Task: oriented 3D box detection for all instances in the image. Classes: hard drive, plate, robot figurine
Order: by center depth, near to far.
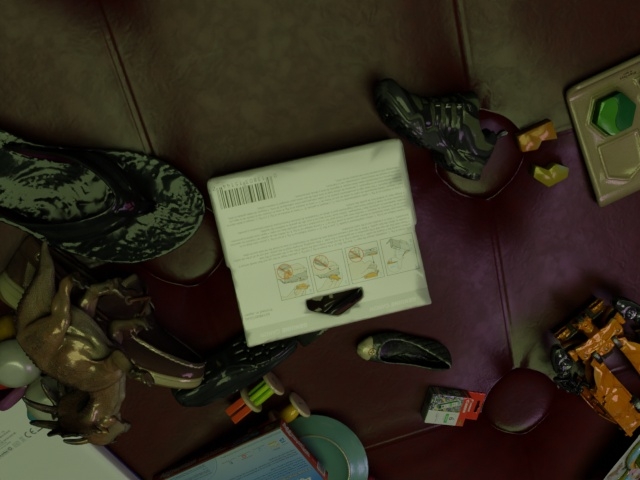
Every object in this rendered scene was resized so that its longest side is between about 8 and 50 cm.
[{"bbox_3d":[-0.479,0.382,1.234,0.210,0.040,0.318,-35,113,5],"label":"hard drive"},{"bbox_3d":[-0.009,0.403,1.296,0.188,0.024,0.188,1,95,8],"label":"plate"},{"bbox_3d":[0.536,0.223,1.332,0.211,0.085,0.291,-41,114,7],"label":"robot figurine"}]

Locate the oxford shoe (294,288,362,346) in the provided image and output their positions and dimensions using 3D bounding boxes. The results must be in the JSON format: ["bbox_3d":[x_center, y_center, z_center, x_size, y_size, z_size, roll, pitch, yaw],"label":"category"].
[{"bbox_3d":[0.023,0.062,1.175,0.227,0.083,0.096,-44,95,0],"label":"oxford shoe"}]

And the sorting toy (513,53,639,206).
[{"bbox_3d":[0.480,-0.166,1.185,0.307,0.041,0.229,-25,114,0],"label":"sorting toy"}]

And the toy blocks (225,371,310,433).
[{"bbox_3d":[-0.111,0.308,1.264,0.148,0.054,0.123,-42,114,8],"label":"toy blocks"}]

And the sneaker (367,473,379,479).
[{"bbox_3d":[0.001,0.543,1.357,0.299,0.121,0.112,-32,99,-4],"label":"sneaker"}]

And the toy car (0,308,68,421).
[{"bbox_3d":[-0.445,0.198,1.100,0.136,0.159,0.182,-33,114,4],"label":"toy car"}]

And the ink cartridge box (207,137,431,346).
[{"bbox_3d":[0.000,0.000,1.119,0.296,0.066,0.261,-13,99,-5],"label":"ink cartridge box"}]

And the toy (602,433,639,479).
[{"bbox_3d":[0.639,0.433,1.421,0.137,0.056,0.237,12,120,-39],"label":"toy"}]

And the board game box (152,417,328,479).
[{"bbox_3d":[-0.143,0.416,1.276,0.281,0.027,0.145,-28,111,19],"label":"board game box"}]

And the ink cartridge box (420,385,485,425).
[{"bbox_3d":[0.248,0.307,1.342,0.115,0.029,0.063,10,110,-14],"label":"ink cartridge box"}]

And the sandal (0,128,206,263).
[{"bbox_3d":[-0.381,-0.068,1.015,0.446,0.107,0.167,14,94,-15],"label":"sandal"}]

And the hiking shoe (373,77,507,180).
[{"bbox_3d":[0.180,-0.190,1.109,0.227,0.086,0.114,34,89,-27],"label":"hiking shoe"}]

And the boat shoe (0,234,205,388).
[{"bbox_3d":[-0.311,0.105,1.109,0.342,0.123,0.123,32,96,-9],"label":"boat shoe"}]

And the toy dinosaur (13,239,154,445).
[{"bbox_3d":[-0.343,0.154,0.994,0.200,0.127,0.295,-34,95,10],"label":"toy dinosaur"}]

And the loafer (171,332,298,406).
[{"bbox_3d":[-0.139,0.210,1.216,0.223,0.076,0.078,-26,146,-3],"label":"loafer"}]

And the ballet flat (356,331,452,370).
[{"bbox_3d":[0.147,0.193,1.267,0.173,0.049,0.057,7,110,-13],"label":"ballet flat"}]
